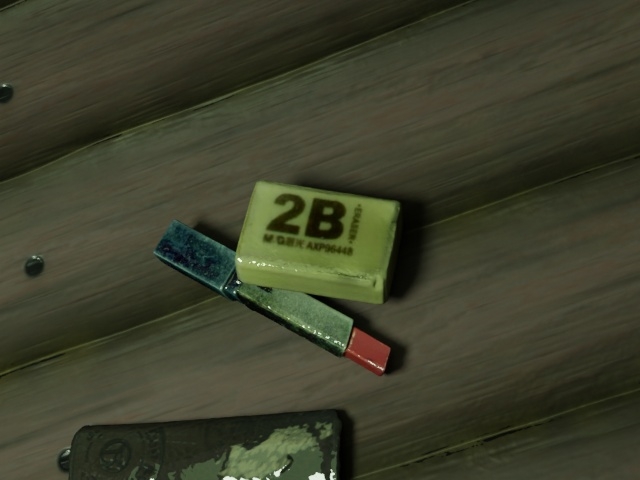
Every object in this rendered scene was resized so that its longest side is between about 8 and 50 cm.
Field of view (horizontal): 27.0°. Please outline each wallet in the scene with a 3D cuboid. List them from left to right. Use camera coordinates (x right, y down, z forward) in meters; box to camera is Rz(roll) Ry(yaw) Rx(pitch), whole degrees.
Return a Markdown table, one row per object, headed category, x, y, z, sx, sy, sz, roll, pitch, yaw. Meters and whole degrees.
| category | x | y | z | sx | sy | sz | roll | pitch | yaw |
| --- | --- | --- | --- | --- | --- | --- | --- | --- | --- |
| wallet | -0.129 | 0.277 | 1.464 | 0.321 | 0.044 | 0.170 | -6 | 69 | 15 |

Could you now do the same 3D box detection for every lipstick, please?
| category | x | y | z | sx | sy | sz | roll | pitch | yaw |
| --- | --- | --- | --- | --- | --- | --- | --- | --- | --- |
| lipstick | -0.048 | 0.068 | 1.508 | 0.312 | 0.051 | 0.051 | 27 | 77 | 22 |

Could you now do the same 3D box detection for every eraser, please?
| category | x | y | z | sx | sy | sz | roll | pitch | yaw |
| --- | --- | --- | --- | --- | --- | --- | --- | --- | --- |
| eraser | 0.000 | 0.000 | 1.481 | 0.172 | 0.058 | 0.117 | 9 | 59 | 9 |
